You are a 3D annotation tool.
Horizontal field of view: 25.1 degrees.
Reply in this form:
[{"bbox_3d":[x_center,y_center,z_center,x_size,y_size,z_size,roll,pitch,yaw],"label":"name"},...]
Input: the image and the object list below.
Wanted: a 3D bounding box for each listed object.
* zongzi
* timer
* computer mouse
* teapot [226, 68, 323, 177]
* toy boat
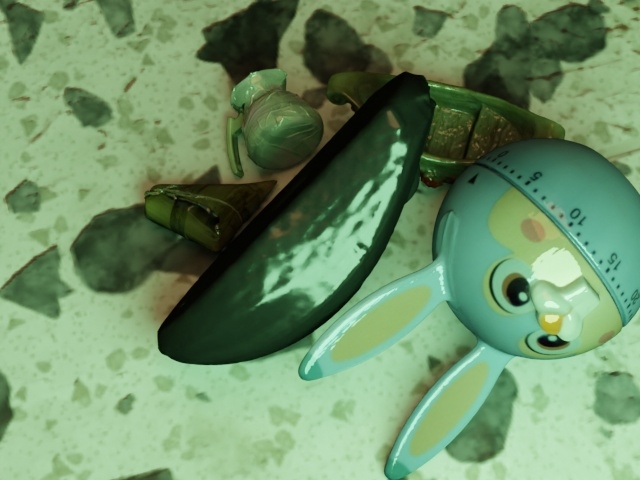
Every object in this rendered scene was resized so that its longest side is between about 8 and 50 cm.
[{"bbox_3d":[-0.087,-0.036,1.104,0.076,0.040,0.083,26,55,18],"label":"zongzi"},{"bbox_3d":[0.130,0.040,0.996,0.175,0.175,0.255,32,62,13],"label":"timer"},{"bbox_3d":[0.000,0.000,1.020,0.086,0.137,0.270,42,94,-8],"label":"computer mouse"},{"bbox_3d":[-0.043,-0.090,1.120,0.083,0.064,0.064,-39,59,16],"label":"teapot"},{"bbox_3d":[0.094,-0.086,1.108,0.185,0.071,0.089,14,64,6],"label":"toy boat"}]
